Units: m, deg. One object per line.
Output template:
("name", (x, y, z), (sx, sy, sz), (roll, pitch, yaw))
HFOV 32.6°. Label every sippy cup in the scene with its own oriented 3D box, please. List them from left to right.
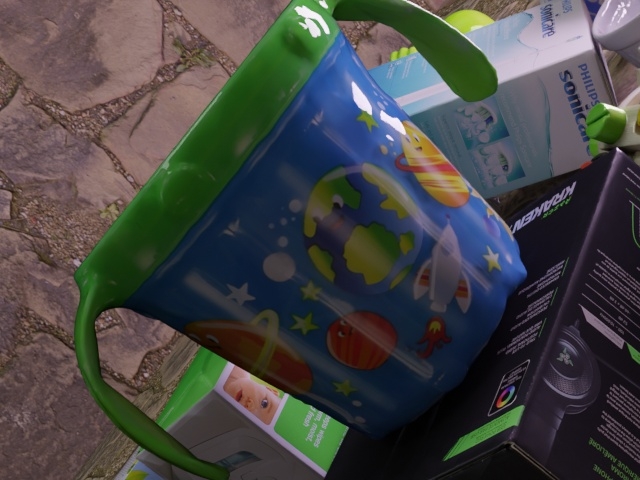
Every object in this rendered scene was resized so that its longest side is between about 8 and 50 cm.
("sippy cup", (0.000, 0.000, 0.708), (0.305, 0.224, 0.240), (-49, 10, 17))

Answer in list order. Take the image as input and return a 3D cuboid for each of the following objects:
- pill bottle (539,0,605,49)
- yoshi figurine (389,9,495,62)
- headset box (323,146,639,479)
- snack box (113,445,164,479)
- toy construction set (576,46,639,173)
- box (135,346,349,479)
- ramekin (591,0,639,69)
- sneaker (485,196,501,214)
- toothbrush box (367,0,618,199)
("pill bottle", (0.341, -0.353, 1.236), (0.152, 0.152, 0.272), (-54, -17, -20))
("yoshi figurine", (0.173, -0.206, 1.663), (0.362, 0.203, 0.203), (-43, 5, 23))
("headset box", (0.130, 0.119, 0.735), (0.246, 0.131, 0.283), (-41, 14, 49))
("snack box", (-0.168, 0.331, 1.190), (0.207, 0.174, 0.070), (-53, 8, -18))
("toy construction set", (0.295, -0.115, 0.812), (0.327, 0.151, 0.215), (144, 140, -84))
("box", (0.013, 0.136, 0.918), (0.127, 0.231, 0.262), (-44, 11, 38))
("ramekin", (0.376, -0.241, 1.063), (0.207, 0.109, 0.207), (-48, 9, 10))
("sneaker", (0.148, -0.032, 1.405), (0.146, 0.102, 0.293), (-54, 4, 21))
("toothbrush box", (0.174, -0.144, 1.217), (0.295, 0.126, 0.216), (-20, 23, 18))
